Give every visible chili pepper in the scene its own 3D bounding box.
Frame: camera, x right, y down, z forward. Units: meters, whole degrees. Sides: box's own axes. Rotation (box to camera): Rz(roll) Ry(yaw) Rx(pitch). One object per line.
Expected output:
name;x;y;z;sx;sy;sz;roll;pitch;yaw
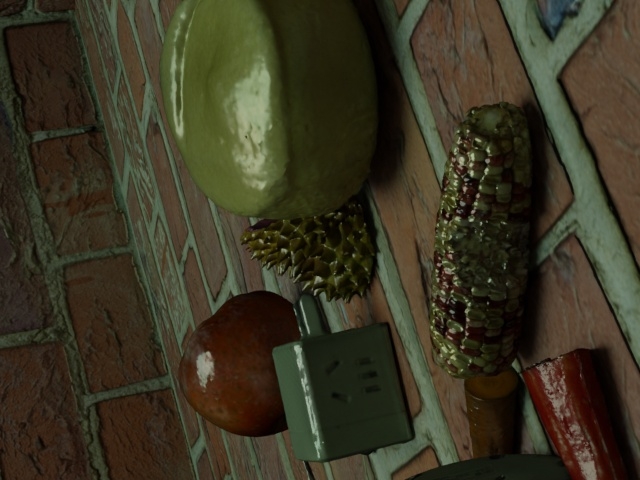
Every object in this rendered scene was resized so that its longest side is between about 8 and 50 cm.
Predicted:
chili pepper;0.243;0.183;1.083;0.088;0.064;0.169;83;166;-76

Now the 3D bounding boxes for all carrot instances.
carrot;0.185;0.239;1.311;0.057;0.057;0.224;-127;27;-54

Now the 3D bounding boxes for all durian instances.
durian;-0.006;0.013;1.687;0.186;0.153;0.260;52;168;3

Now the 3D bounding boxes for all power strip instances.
power strip;0.021;0.179;1.640;0.139;0.140;0.224;150;109;-72

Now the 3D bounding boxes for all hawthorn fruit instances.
hawthorn fruit;-0.093;0.198;1.920;0.231;0.262;0.235;-63;-14;-61

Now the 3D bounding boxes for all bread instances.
bread;-0.049;-0.184;1.498;0.320;0.237;0.321;31;129;48

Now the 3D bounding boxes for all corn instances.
corn;0.160;0.006;1.173;0.098;0.098;0.290;-127;33;-54

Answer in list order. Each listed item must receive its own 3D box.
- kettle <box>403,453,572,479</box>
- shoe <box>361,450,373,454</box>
kettle;0.197;0.385;1.137;0.265;0.205;0.318;-5;96;50
shoe;0.039;0.231;1.760;0.179;0.049;0.071;58;152;-6
